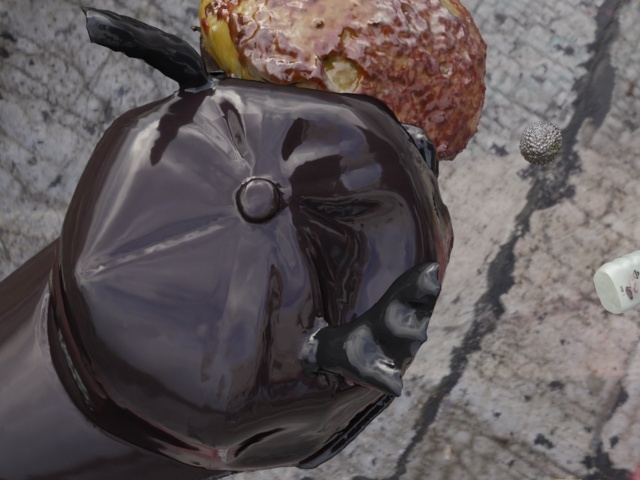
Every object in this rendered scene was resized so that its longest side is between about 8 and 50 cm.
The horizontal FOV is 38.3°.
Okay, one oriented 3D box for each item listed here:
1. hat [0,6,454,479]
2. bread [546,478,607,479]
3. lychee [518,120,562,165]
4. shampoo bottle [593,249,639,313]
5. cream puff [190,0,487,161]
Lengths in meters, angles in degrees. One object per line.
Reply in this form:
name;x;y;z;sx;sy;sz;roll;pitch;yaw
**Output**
hat;-0.082;0.018;0.490;0.336;0.209;0.238;-26;72;1
bread;0.288;0.281;0.983;0.090;0.094;0.035;-5;62;22
lychee;0.338;-0.148;1.414;0.068;0.083;0.067;-14;111;20
shampoo bottle;0.472;0.047;1.355;0.152;0.045;0.077;-25;98;-28
cream puff;0.020;-0.154;0.716;0.240;0.164;0.240;19;36;-14
